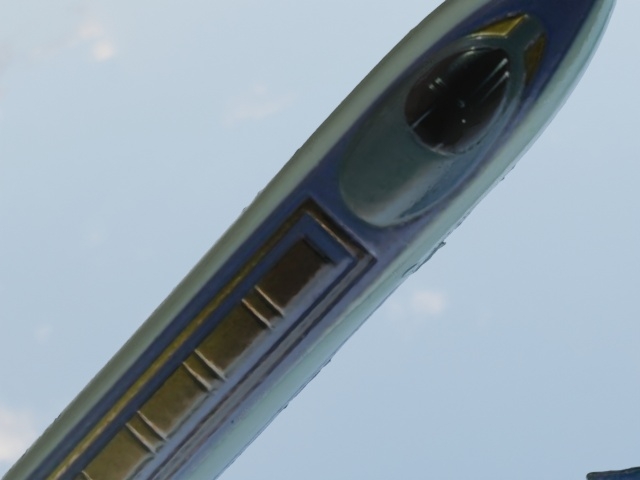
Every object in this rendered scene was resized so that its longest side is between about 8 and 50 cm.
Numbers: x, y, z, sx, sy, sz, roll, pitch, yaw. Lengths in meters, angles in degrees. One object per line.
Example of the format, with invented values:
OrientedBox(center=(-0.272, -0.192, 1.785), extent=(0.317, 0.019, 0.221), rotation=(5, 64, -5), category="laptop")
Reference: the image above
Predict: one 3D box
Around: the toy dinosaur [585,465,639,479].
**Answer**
OrientedBox(center=(0.268, 0.136, 0.643), extent=(0.144, 0.329, 0.076), rotation=(-52, 172, 6), category="toy dinosaur")

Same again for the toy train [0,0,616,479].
OrientedBox(center=(0.000, 0.000, 0.543), extent=(0.252, 0.055, 0.048), rotation=(-48, 172, 13), category="toy train")
